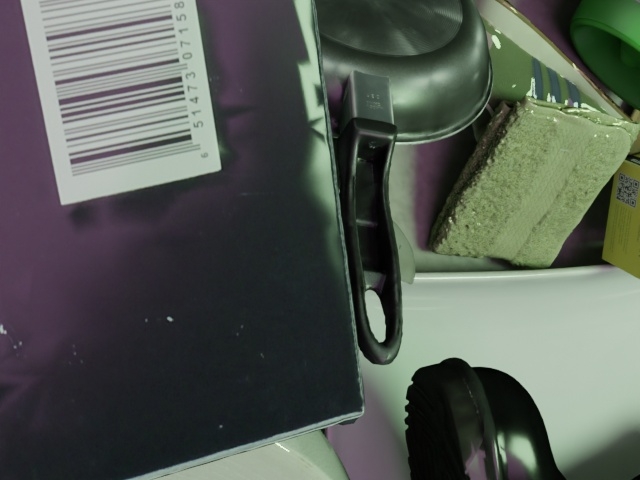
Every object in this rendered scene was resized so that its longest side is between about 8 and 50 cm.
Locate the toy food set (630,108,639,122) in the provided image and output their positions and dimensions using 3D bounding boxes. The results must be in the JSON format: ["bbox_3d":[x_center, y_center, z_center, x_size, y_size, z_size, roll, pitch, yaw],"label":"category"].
[{"bbox_3d":[0.264,-0.079,0.961,0.083,0.020,0.083,20,96,-26],"label":"toy food set"}]

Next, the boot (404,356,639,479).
[{"bbox_3d":[0.210,0.189,0.894,0.260,0.131,0.348,-21,122,-9],"label":"boot"}]

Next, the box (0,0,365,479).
[{"bbox_3d":[-0.136,-0.095,0.630,0.179,0.312,0.343,-14,109,-18],"label":"box"}]

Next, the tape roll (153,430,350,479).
[{"bbox_3d":[-0.153,0.242,0.796,0.392,0.072,0.392,-6,118,-11],"label":"tape roll"}]

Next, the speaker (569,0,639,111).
[{"bbox_3d":[0.310,-0.224,0.883,0.296,0.131,0.131,-48,116,-4],"label":"speaker"}]

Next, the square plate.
[{"bbox_3d":[0.151,0.178,0.970,0.347,0.049,0.344,-3,106,-22],"label":"square plate"}]

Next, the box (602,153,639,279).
[{"bbox_3d":[0.319,-0.035,0.948,0.232,0.058,0.087,-13,119,-29],"label":"box"}]

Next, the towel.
[{"bbox_3d":[0.147,-0.037,0.885,0.110,0.027,0.148,8,133,-23],"label":"towel"}]

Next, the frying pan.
[{"bbox_3d":[-0.002,-0.095,0.710,0.197,0.326,0.053,25,134,0],"label":"frying pan"}]

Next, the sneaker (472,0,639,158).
[{"bbox_3d":[0.144,-0.097,0.890,0.192,0.064,0.086,35,105,-32],"label":"sneaker"}]

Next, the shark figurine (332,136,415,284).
[{"bbox_3d":[-0.002,0.026,0.803,0.116,0.166,0.278,20,97,-31],"label":"shark figurine"}]
